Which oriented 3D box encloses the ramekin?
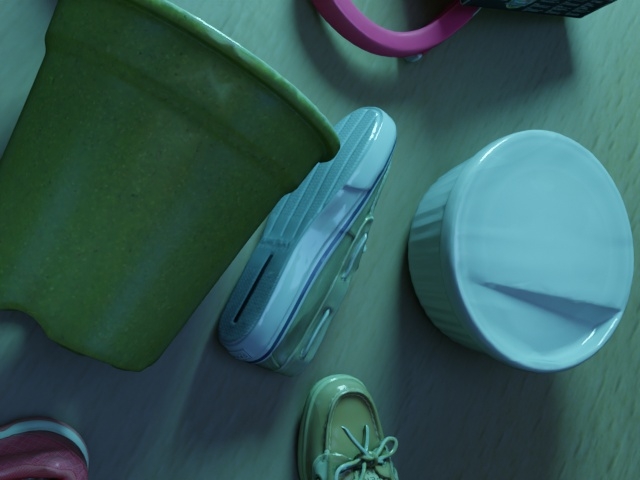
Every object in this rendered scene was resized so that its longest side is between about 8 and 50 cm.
[{"bbox_3d":[0.225,0.016,0.890,0.273,0.127,0.272,3,83,-27],"label":"ramekin"}]

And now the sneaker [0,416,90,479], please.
[{"bbox_3d":[-0.328,0.232,0.586,0.314,0.136,0.115,-26,96,-26],"label":"sneaker"}]

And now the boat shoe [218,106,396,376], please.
[{"bbox_3d":[0.000,0.000,0.805,0.094,0.109,0.302,38,79,-35],"label":"boat shoe"}]

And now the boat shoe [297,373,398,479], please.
[{"bbox_3d":[0.045,0.284,0.794,0.105,0.089,0.285,-7,88,-27],"label":"boat shoe"}]

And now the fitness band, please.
[{"bbox_3d":[0.106,-0.341,0.909,0.291,0.054,0.209,-45,102,-24],"label":"fitness band"}]

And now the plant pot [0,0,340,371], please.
[{"bbox_3d":[-0.164,-0.039,0.647,0.276,0.276,0.253,32,84,-21],"label":"plant pot"}]

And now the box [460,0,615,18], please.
[{"bbox_3d":[0.248,-0.392,0.933,0.270,0.060,0.216,-10,83,-41],"label":"box"}]
